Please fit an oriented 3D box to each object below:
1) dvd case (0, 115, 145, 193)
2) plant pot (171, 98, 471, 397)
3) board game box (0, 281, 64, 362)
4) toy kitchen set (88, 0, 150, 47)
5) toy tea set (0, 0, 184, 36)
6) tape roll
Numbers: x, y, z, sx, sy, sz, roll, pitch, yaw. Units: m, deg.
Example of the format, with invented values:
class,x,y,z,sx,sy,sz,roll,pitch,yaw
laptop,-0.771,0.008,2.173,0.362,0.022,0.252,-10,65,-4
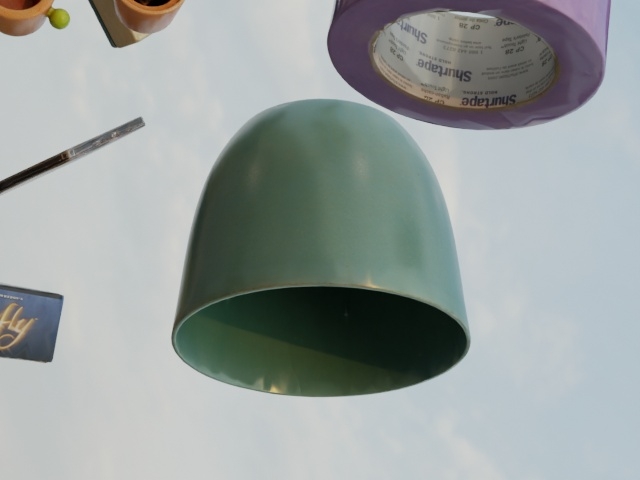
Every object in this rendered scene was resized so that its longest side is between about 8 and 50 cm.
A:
class,x,y,z,sx,sy,sz,roll,pitch,yaw
dvd case,-0.336,-0.085,1.643,0.221,0.164,0.018,-20,-81,29
plant pot,0.000,0.000,1.391,0.293,0.293,0.235,132,-37,-56
board game box,-0.286,0.023,0.740,0.165,0.243,0.042,8,-94,38
toy kitchen set,-0.214,-0.299,1.527,0.166,0.207,0.122,-9,-66,45
toy tea set,-0.280,-0.286,1.262,0.124,0.336,0.200,124,-38,-67
tape roll,0.103,-0.154,0.935,0.189,0.189,0.080,-32,-136,59
